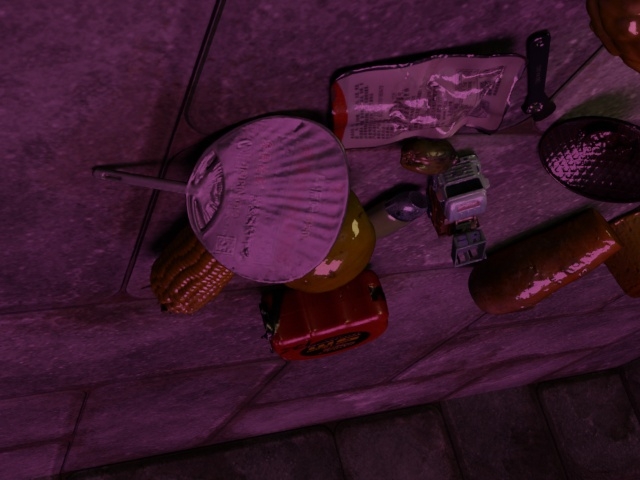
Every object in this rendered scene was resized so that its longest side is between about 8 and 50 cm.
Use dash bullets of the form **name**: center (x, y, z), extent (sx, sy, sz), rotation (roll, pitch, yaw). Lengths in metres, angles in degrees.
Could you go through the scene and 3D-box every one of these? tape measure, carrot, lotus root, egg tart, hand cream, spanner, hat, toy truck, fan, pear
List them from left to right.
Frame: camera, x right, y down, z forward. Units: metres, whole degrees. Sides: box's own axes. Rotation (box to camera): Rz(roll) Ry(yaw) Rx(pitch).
- **fan**: center (-0.100, -0.033, 0.937), extent (0.295, 0.012, 0.223), rotation (-17, 118, 3)
- **pear**: center (0.000, 0.000, 1.069), extent (0.162, 0.149, 0.149), rotation (-42, 153, 6)
- **tape measure**: center (0.006, 0.153, 1.489), extent (0.253, 0.114, 0.260), rotation (-14, 161, -5)
- **hand cream**: center (0.093, -0.031, 1.205), extent (0.095, 0.045, 0.175), rotation (5, 157, -42)
- **lotus root**: center (0.150, -0.116, 1.030), extent (0.099, 0.049, 0.054), rotation (-1, 133, -36)
- **toy truck**: center (0.212, -0.046, 1.150), extent (0.080, 0.115, 0.177), rotation (-16, 156, 1)
- **spanner**: center (0.278, -0.202, 0.961), extent (0.046, 0.012, 0.208), rotation (-19, 157, 8)
- **carrot**: center (0.436, 0.048, 1.506), extent (0.302, 0.138, 0.139), rotation (-37, 150, 28)
- **hat**: center (0.430, -0.143, 1.123), extent (0.193, 0.082, 0.193), rotation (21, 153, 11)
- **egg tart**: center (0.693, 0.026, 1.588), extent (0.203, 0.147, 0.202), rotation (-15, 156, -7)

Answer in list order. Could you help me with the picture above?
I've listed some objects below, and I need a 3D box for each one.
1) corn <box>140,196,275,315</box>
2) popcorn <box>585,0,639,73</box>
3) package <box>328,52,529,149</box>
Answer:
- **corn**: center (-0.146, 0.004, 1.056), extent (0.106, 0.106, 0.305), rotation (3, 146, -38)
- **popcorn**: center (0.369, -0.224, 0.727), extent (0.200, 0.203, 0.226), rotation (-26, 139, 0)
- **package**: center (0.124, -0.168, 0.915), extent (0.232, 0.040, 0.166), rotation (-6, 154, -2)
